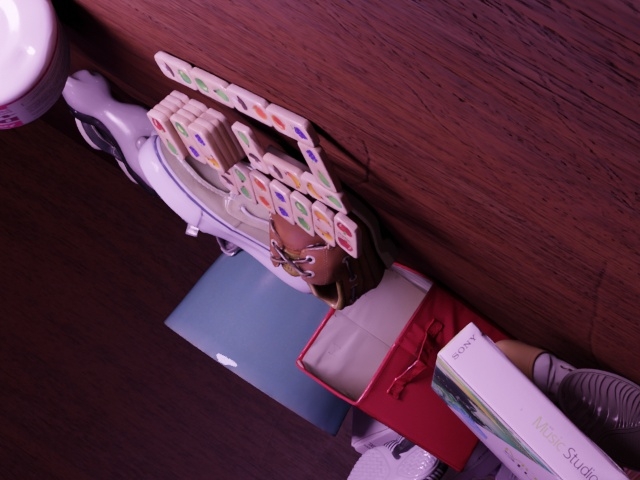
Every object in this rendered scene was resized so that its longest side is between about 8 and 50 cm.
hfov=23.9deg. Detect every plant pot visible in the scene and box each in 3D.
[{"bbox_3d":[-0.038,0.100,2.154,0.293,0.235,0.293,33,176,2],"label":"plant pot"}]

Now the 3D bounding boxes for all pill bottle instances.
[{"bbox_3d":[-0.349,-0.203,1.601,0.160,0.160,0.283,34,176,-3],"label":"pill bottle"}]

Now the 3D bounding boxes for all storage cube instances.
[{"bbox_3d":[0.120,0.154,1.938,0.193,0.184,0.215,35,175,-28],"label":"storage cube"}]

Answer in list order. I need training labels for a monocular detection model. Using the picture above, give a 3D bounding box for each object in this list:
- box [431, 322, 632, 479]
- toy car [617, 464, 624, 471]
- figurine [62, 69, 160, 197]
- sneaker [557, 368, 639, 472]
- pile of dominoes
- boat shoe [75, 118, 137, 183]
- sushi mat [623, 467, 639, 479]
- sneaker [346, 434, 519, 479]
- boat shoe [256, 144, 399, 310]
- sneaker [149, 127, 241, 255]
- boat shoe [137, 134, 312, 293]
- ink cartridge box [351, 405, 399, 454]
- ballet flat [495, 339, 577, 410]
[{"bbox_3d":[0.221,0.209,1.658,0.232,0.058,0.322,45,173,11],"label":"box"},{"bbox_3d":[0.342,0.277,2.057,0.182,0.136,0.159,54,140,25],"label":"toy car"},{"bbox_3d":[-0.277,-0.159,2.085,0.209,0.092,0.215,38,174,-4],"label":"figurine"},{"bbox_3d":[0.345,0.214,1.615,0.222,0.083,0.118,32,174,4],"label":"sneaker"},{"bbox_3d":[-0.067,-0.069,1.428,0.251,0.040,0.196,29,156,44],"label":"pile of dominoes"},{"bbox_3d":[-0.288,-0.159,2.278,0.079,0.084,0.233,4,157,29],"label":"boat shoe"},{"bbox_3d":[0.402,0.401,2.283,0.151,0.019,0.316,27,137,-4],"label":"sushi mat"},{"bbox_3d":[0.179,0.327,2.128,0.137,0.366,0.210,2,144,50],"label":"sneaker"},{"bbox_3d":[0.000,0.000,1.636,0.110,0.104,0.307,34,175,31],"label":"boat shoe"},{"bbox_3d":[-0.144,-0.057,1.983,0.105,0.115,0.281,30,175,35],"label":"sneaker"},{"bbox_3d":[-0.083,-0.049,1.846,0.302,0.094,0.109,34,-147,-25],"label":"boat shoe"},{"bbox_3d":[0.137,0.230,2.302,0.100,0.237,0.172,-26,135,32],"label":"ink cartridge box"},{"bbox_3d":[0.296,0.179,1.801,0.232,0.080,0.073,33,148,-31],"label":"ballet flat"}]
